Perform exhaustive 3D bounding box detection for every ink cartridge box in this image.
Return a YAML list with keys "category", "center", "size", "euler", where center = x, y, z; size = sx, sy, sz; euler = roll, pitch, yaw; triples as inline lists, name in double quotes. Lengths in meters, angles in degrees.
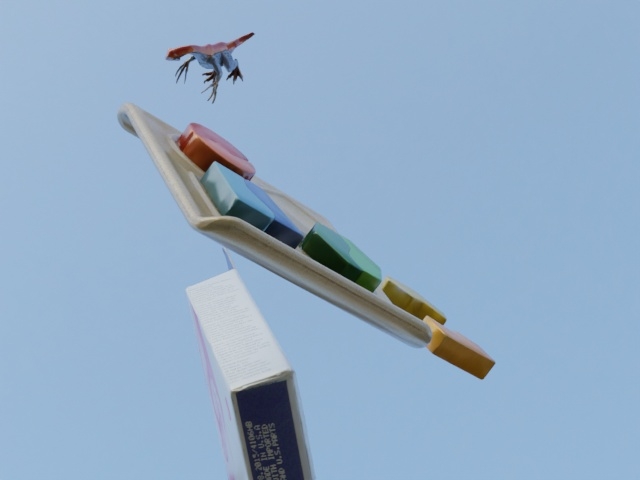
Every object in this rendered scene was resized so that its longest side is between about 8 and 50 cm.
- category: "ink cartridge box"
  center: [-0.063, 0.210, 1.182]
  size: [0.071, 0.330, 0.324]
  euler: [-15, -69, -11]

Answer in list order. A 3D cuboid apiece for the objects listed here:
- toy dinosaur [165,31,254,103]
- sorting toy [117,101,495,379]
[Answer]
- category: "toy dinosaur"
  center: [-0.098, -0.156, 1.001]
  size: [0.047, 0.082, 0.090]
  euler: [9, -108, 19]
- category: "sorting toy"
  center: [0.000, 0.000, 0.914]
  size: [0.307, 0.229, 0.041]
  euler: [30, -80, -35]
